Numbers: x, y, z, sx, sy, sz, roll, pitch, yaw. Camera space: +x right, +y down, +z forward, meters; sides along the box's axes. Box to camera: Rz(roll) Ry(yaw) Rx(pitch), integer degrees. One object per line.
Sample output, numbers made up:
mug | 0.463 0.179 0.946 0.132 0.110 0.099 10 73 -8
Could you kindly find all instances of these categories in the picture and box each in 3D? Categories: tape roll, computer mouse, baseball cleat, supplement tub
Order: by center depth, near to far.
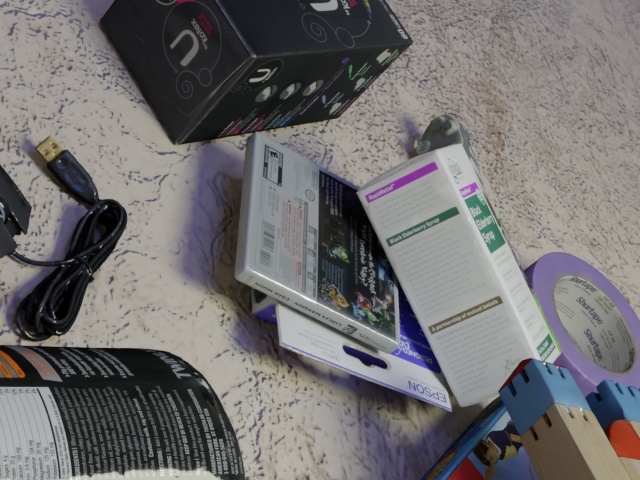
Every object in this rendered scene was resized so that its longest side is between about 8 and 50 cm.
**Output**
supplement tub | -0.218 0.157 0.753 0.316 0.193 0.193 6 52 -42
computer mouse | -0.265 -0.057 1.018 0.262 0.060 0.184 42 37 -9
tape roll | 0.277 0.112 1.404 0.189 0.080 0.189 26 41 -26
baseball cleat | 0.164 -0.048 1.462 0.109 0.072 0.206 35 40 -40

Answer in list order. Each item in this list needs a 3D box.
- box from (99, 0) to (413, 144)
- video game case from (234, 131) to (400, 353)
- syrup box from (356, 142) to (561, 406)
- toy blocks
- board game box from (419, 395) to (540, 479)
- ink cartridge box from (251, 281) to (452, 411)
box | -0.060 -0.216 1.308 0.270 0.143 0.165 -17 69 -51
video game case | 0.000 0.000 1.197 0.173 0.022 0.190 27 38 -23
syrup box | 0.136 0.030 1.229 0.237 0.096 0.093 65 21 1
toy blocks | 0.296 0.239 1.100 0.381 0.191 0.261 17 34 -35
board game box | 0.214 0.313 1.144 0.308 0.086 0.302 51 36 5
ink cartridge box | 0.026 0.060 1.221 0.206 0.045 0.208 25 40 -29
